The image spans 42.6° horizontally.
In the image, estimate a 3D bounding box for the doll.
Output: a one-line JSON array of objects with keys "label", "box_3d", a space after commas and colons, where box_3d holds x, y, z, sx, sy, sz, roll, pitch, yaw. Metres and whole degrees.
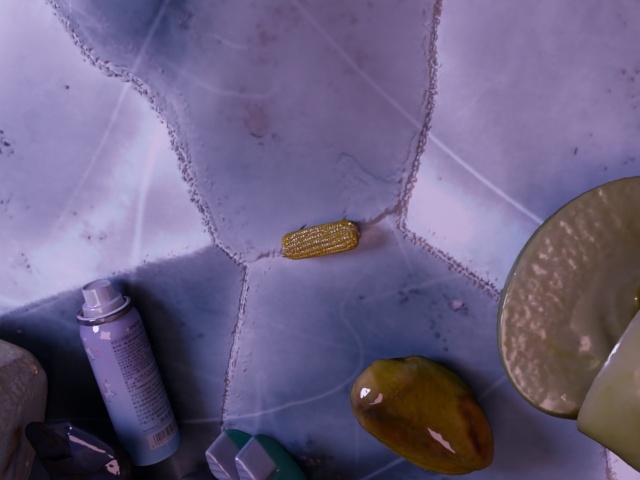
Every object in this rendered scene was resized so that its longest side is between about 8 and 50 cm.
[{"label": "doll", "box_3d": [-0.056, 0.351, 0.989, 0.258, 0.153, 0.195, 44, 139, -4]}]

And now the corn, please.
[{"label": "corn", "box_3d": [0.000, 0.000, 0.909, 0.092, 0.037, 0.037, -12, 108, 12]}]

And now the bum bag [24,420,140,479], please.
[{"label": "bum bag", "box_3d": [-0.273, 0.308, 1.015, 0.137, 0.074, 0.310, 13, 136, 16]}]

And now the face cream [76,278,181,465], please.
[{"label": "face cream", "box_3d": [-0.233, 0.155, 0.988, 0.075, 0.075, 0.229, -9, 108, 13]}]

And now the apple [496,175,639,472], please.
[{"label": "apple", "box_3d": [0.315, 0.082, 0.757, 0.292, 0.292, 0.254, 36, 89, -5]}]

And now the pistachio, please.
[{"label": "pistachio", "box_3d": [0.113, 0.199, 0.938, 0.189, 0.100, 0.110, 30, 136, -13]}]

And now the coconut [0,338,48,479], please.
[{"label": "coconut", "box_3d": [-0.476, 0.228, 0.946, 0.255, 0.297, 0.297, 14, 113, -4]}]
